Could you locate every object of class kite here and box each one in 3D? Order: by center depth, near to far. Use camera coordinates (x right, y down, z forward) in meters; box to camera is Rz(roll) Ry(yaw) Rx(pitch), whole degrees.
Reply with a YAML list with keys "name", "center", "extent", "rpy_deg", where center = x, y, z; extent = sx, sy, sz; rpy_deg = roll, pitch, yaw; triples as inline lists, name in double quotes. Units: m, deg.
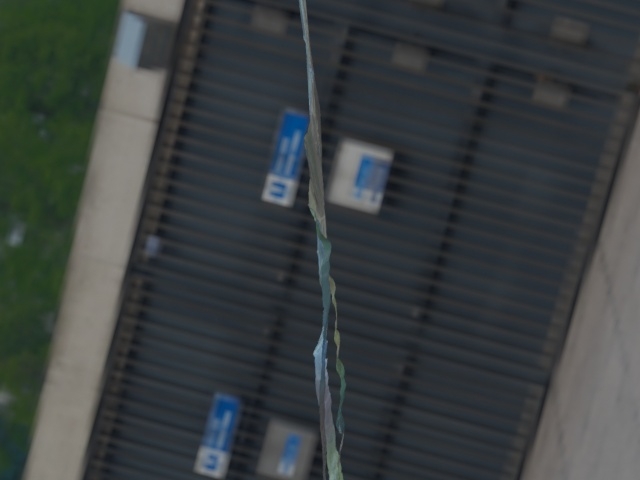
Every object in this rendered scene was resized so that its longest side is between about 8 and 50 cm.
- name: "kite"
  center: [-0.002, 0.000, 0.621]
  extent: [0.169, 0.015, 0.310]
  rpy_deg: [84, -179, -53]
